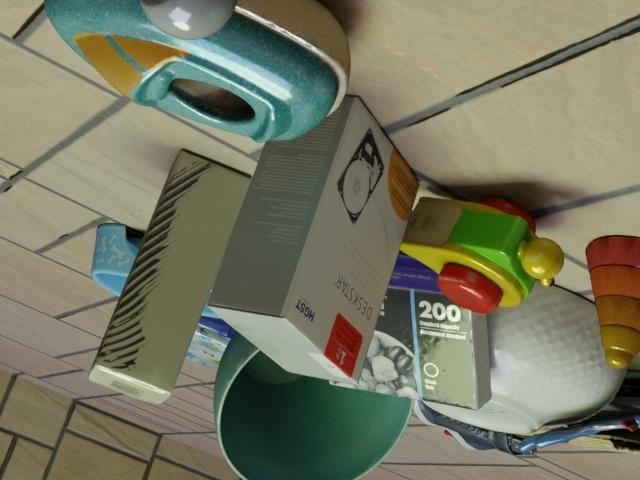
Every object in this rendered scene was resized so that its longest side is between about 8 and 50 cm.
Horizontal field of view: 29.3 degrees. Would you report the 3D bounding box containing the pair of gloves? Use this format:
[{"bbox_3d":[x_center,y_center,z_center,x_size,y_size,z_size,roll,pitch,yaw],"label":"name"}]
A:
[{"bbox_3d":[0.354,0.244,1.576,0.159,0.023,0.198,-16,169,33],"label":"pair of gloves"}]

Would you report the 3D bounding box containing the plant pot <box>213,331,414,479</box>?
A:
[{"bbox_3d":[-0.032,0.198,1.796,0.290,0.290,0.195,30,-167,-29],"label":"plant pot"}]

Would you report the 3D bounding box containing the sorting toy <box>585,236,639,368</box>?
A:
[{"bbox_3d":[0.404,0.069,1.189,0.127,0.126,0.365,32,158,-34],"label":"sorting toy"}]

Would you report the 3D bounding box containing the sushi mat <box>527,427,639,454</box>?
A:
[{"bbox_3d":[0.401,0.293,1.772,0.151,0.019,0.316,13,171,-16],"label":"sushi mat"}]

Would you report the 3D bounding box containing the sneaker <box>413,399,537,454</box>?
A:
[{"bbox_3d":[0.259,0.278,1.961,0.163,0.086,0.226,-1,152,44],"label":"sneaker"}]

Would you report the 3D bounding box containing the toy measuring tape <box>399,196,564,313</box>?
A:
[{"bbox_3d":[0.133,0.010,1.313,0.121,0.121,0.330,34,164,-38],"label":"toy measuring tape"}]

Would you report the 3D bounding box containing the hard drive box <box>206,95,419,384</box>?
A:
[{"bbox_3d":[0.000,0.000,1.206,0.089,0.232,0.181,8,159,29],"label":"hard drive box"}]

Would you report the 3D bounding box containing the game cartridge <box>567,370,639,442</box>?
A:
[{"bbox_3d":[0.455,0.240,1.728,0.297,0.062,0.198,-3,156,46],"label":"game cartridge"}]

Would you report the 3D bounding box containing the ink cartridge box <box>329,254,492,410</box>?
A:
[{"bbox_3d":[0.097,0.089,1.455,0.206,0.045,0.208,6,113,31],"label":"ink cartridge box"}]

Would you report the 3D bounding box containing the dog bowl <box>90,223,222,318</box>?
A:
[{"bbox_3d":[-0.210,0.050,1.786,0.297,0.074,0.166,7,158,32],"label":"dog bowl"}]

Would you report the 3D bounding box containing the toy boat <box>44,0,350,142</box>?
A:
[{"bbox_3d":[-0.099,-0.171,0.953,0.267,0.148,0.318,20,161,-4],"label":"toy boat"}]

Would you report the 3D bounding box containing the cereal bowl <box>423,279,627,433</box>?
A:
[{"bbox_3d":[0.222,0.159,1.584,0.339,0.141,0.339,16,162,5],"label":"cereal bowl"}]

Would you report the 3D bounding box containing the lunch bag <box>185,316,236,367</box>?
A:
[{"bbox_3d":[-0.216,0.133,1.994,0.219,0.090,0.176,22,162,-11],"label":"lunch bag"}]

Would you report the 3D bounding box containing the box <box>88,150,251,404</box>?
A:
[{"bbox_3d":[-0.176,0.045,1.426,0.094,0.275,0.113,22,160,-9],"label":"box"}]

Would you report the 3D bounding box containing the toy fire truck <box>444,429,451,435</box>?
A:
[{"bbox_3d":[0.185,0.286,2.112,0.192,0.047,0.135,20,163,-3],"label":"toy fire truck"}]

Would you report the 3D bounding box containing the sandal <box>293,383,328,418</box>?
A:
[{"bbox_3d":[-0.006,0.232,2.055,0.126,0.138,0.317,-23,171,3],"label":"sandal"}]
